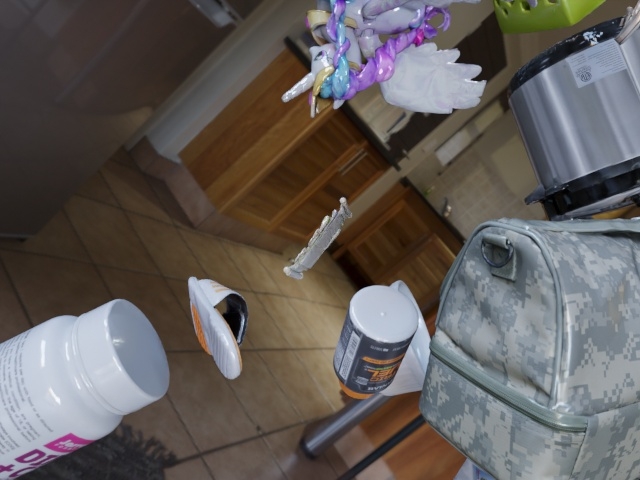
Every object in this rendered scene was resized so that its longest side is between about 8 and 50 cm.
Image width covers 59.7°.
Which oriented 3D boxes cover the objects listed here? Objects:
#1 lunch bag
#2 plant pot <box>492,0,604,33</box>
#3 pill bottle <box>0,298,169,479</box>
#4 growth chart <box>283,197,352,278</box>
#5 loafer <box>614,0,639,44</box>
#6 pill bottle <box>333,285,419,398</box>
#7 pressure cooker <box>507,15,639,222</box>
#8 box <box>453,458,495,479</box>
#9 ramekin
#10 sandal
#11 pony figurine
[{"bbox_3d":[0.282,0.099,0.610,0.305,0.255,0.213,0,17,-28],"label":"lunch bag"},{"bbox_3d":[0.487,-0.589,1.161,0.207,0.228,0.227,54,-8,-24],"label":"plant pot"},{"bbox_3d":[-0.347,0.192,0.690,0.160,0.283,0.160,63,4,-8],"label":"pill bottle"},{"bbox_3d":[0.000,0.000,1.336,0.021,0.237,0.172,36,-10,15],"label":"growth chart"},{"bbox_3d":[0.541,-0.396,0.945,0.039,0.125,0.045,37,29,5],"label":"loafer"},{"bbox_3d":[0.097,0.209,1.077,0.130,0.131,0.245,57,-30,35],"label":"pill bottle"},{"bbox_3d":[0.637,-0.221,1.216,0.370,0.376,0.420,-33,-107,62],"label":"pressure cooker"},{"bbox_3d":[0.269,0.371,0.785,0.159,0.044,0.233,39,-26,26],"label":"box"},{"bbox_3d":[0.184,0.252,1.393,0.277,0.135,0.277,57,20,-34],"label":"ramekin"},{"bbox_3d":[-0.142,0.129,0.852,0.265,0.076,0.101,-147,-130,-60],"label":"sandal"},{"bbox_3d":[0.101,-0.348,0.862,0.302,0.351,0.363,91,-8,-64],"label":"pony figurine"}]
